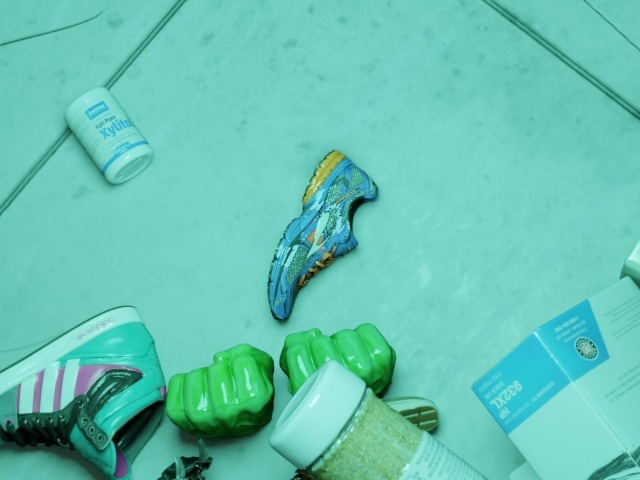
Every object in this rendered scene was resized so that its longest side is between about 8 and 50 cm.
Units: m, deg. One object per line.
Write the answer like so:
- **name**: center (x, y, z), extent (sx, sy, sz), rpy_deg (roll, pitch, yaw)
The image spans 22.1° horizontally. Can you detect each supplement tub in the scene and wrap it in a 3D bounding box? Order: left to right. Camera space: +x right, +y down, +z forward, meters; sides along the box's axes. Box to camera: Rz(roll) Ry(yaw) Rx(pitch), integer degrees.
- **supplement tub**: center (-0.265, -0.131, 2.054), extent (0.071, 0.071, 0.107), rpy_deg (-37, 79, -1)

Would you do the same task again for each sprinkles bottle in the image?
- **sprinkles bottle**: center (0.114, 0.283, 1.814), extent (0.355, 0.121, 0.121), rpy_deg (38, 85, -5)

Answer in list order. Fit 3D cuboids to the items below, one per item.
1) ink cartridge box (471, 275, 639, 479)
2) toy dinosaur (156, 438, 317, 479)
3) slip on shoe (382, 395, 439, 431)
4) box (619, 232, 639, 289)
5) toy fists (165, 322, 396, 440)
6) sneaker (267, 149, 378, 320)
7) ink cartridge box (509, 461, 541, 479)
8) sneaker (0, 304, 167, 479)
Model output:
- **ink cartridge box**: center (0.352, 0.220, 1.832), extent (0.307, 0.223, 0.129), rpy_deg (53, 129, 13)
- **toy dinosaur**: center (-0.124, 0.360, 1.910), extent (0.322, 0.164, 0.218), rpy_deg (-42, 85, -5)
- **slip on shoe**: center (0.073, 0.211, 1.954), extent (0.135, 0.041, 0.051), rpy_deg (-11, 111, -5)
- **box**: center (0.487, 0.031, 1.911), extent (0.232, 0.127, 0.149), rpy_deg (31, 84, 11)
- **toy fists**: center (-0.047, 0.166, 1.936), extent (0.279, 0.142, 0.096), rpy_deg (-13, 78, 3)
- **sneaker**: center (0.000, 0.000, 1.997), extent (0.087, 0.083, 0.221), rpy_deg (26, 85, 5)
- **ink cartridge box**: center (0.303, 0.320, 1.897), extent (0.104, 0.060, 0.180), rpy_deg (-42, 77, 15)
- **sneaker**: center (-0.305, 0.228, 1.969), extent (0.295, 0.124, 0.178), rpy_deg (-33, 68, -2)
